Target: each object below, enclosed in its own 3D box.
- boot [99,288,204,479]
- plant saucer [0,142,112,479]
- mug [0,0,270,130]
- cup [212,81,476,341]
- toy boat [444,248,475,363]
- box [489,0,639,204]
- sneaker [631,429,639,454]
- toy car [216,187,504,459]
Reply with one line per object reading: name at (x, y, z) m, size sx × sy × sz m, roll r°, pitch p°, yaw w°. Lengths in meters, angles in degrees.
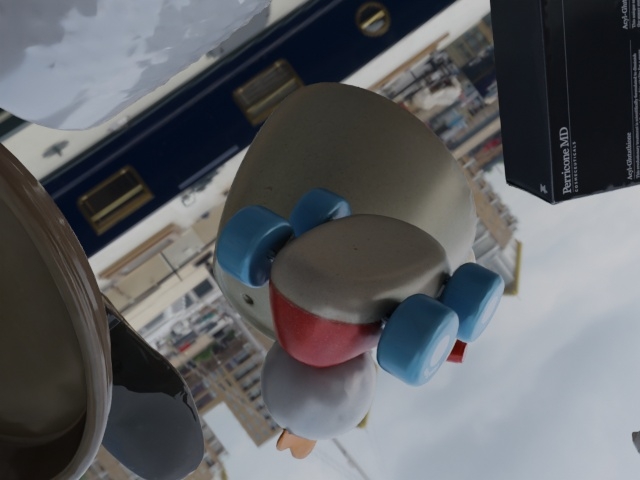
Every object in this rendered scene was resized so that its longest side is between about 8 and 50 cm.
boot at (-0.230, 0.141, 0.825) m, size 0.112 × 0.305 × 0.115 m, roll -32°, pitch -161°, yaw -8°
plant saucer at (-0.229, 0.032, 0.425) m, size 0.278 × 0.278 × 0.041 m, roll -37°, pitch -175°, yaw 36°
mug at (-0.156, -0.320, 0.524) m, size 0.328 × 0.374 × 0.276 m, roll -29°, pitch -166°, yaw 19°
cup at (0.000, 0.000, 0.933) m, size 0.237 × 0.331 × 0.331 m, roll -49°, pitch -174°, yaw -34°
toy boat at (0.189, 0.141, 1.324) m, size 0.318 × 0.148 × 0.267 m, roll 70°, pitch 40°, yaw -57°
box at (0.252, -0.182, 0.627) m, size 0.184 × 0.261 × 0.103 m, roll -12°, pitch -163°, yaw -10°
sneaker at (0.362, 0.159, 0.689) m, size 0.152 × 0.061 × 0.053 m, roll -44°, pitch 159°, yaw -6°
toy car at (0.018, 0.104, 0.707) m, size 0.210 × 0.219 × 0.238 m, roll -21°, pitch 134°, yaw -54°
